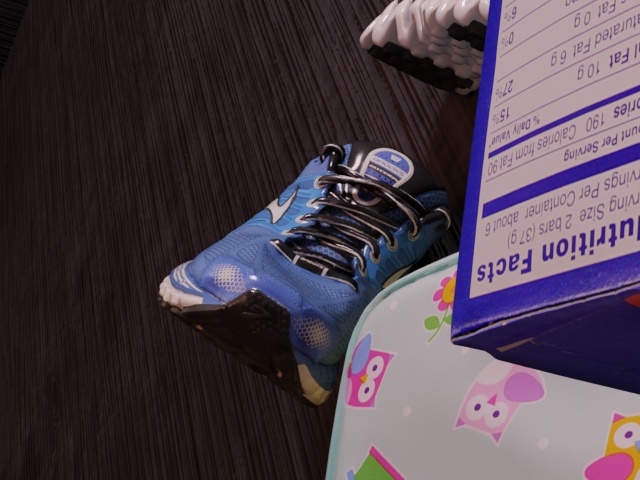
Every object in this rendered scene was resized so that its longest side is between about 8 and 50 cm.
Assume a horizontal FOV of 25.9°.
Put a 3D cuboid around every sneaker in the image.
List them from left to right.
[{"bbox_3d":[0.000,0.000,0.911,0.147,0.130,0.330,-57,-2,15],"label":"sneaker"},{"bbox_3d":[0.120,-0.162,0.892,0.118,0.110,0.292,-66,23,-3],"label":"sneaker"}]

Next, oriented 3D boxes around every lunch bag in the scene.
[{"bbox_3d":[0.132,0.083,0.612,0.279,0.108,0.224,-22,46,37],"label":"lunch bag"}]

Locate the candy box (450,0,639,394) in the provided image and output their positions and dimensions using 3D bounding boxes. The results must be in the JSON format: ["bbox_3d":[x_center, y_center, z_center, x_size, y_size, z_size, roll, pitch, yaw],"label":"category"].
[{"bbox_3d":[0.200,-0.097,0.442,0.122,0.268,0.317,153,128,-65],"label":"candy box"}]
